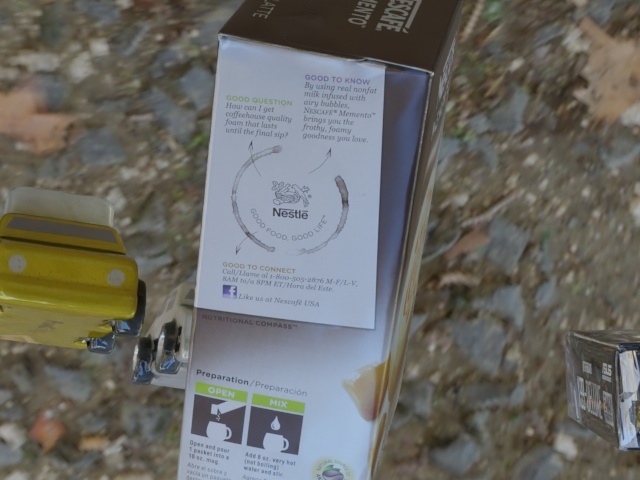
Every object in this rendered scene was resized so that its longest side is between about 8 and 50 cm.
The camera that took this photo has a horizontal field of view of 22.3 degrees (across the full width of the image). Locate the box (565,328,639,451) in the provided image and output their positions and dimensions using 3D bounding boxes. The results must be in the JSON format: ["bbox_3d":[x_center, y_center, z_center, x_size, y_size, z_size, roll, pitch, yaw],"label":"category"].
[{"bbox_3d":[0.350,0.104,1.198,0.307,0.242,0.076,-1,90,1],"label":"box"}]

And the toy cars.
[{"bbox_3d":[-0.115,0.037,1.047,0.176,0.393,0.087,1,77,25],"label":"toy cars"}]

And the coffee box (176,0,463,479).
[{"bbox_3d":[0.000,0.000,0.804,0.098,0.141,0.246,11,117,6],"label":"coffee box"}]
